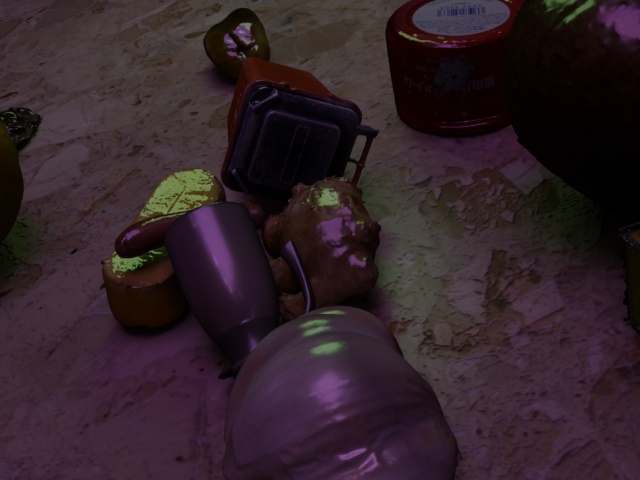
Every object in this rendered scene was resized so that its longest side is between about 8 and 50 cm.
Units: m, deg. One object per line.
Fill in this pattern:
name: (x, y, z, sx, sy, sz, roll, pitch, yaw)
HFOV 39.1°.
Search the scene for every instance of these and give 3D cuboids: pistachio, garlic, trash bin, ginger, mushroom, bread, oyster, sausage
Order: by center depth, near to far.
garlic: (-0.001, 0.158, 0.802, 0.203, 0.184, 0.281, -24, 37, -4)
mushroom: (0.384, -0.180, 0.983, 0.356, 0.334, 0.331, -36, -15, 31)
sausage: (-0.155, -0.015, 1.071, 0.186, 0.043, 0.043, -13, 33, -26)
ginger: (0.000, 0.000, 1.080, 0.157, 0.102, 0.216, -37, 40, 17)
bread: (-0.187, 0.009, 1.136, 0.102, 0.094, 0.245, 8, 41, 12)
trash bin: (-0.040, -0.158, 1.250, 0.185, 0.161, 0.238, 12, 24, -16)
oyster: (-0.545, -0.191, 1.542, 0.106, 0.056, 0.177, 1, 33, 5)
pistachio: (-0.151, -0.349, 1.589, 0.110, 0.100, 0.189, -12, 38, -6)

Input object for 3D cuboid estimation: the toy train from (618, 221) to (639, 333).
toy train: (0.421, 0.043, 0.876, 0.261, 0.134, 0.177, -18, 28, -8)

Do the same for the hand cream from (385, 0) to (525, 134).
hand cream: (0.211, -0.273, 1.341, 0.230, 0.149, 0.230, -7, 34, 5)

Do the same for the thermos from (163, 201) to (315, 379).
thermos: (-0.080, 0.056, 0.995, 0.137, 0.105, 0.193, -23, 62, -3)

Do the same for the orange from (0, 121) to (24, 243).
orange: (-0.532, -0.067, 1.194, 0.279, 0.279, 0.235, -33, 67, -25)
